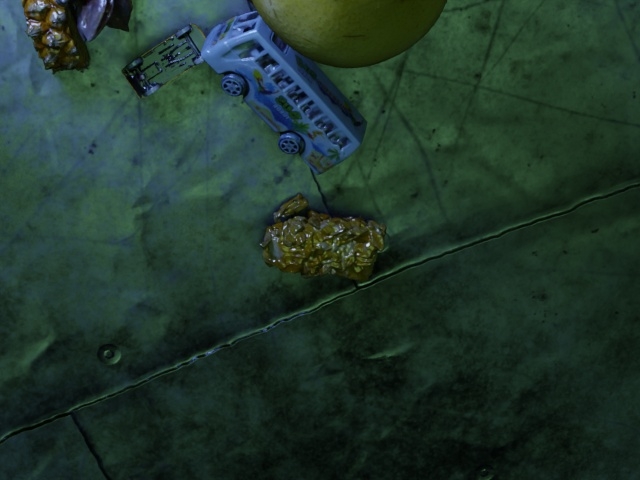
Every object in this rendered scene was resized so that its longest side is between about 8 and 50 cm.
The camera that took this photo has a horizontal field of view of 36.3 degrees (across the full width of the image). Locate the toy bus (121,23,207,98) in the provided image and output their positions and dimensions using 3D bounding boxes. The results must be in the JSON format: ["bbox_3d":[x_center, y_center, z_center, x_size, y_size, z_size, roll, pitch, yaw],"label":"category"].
[{"bbox_3d":[-0.276,-0.328,1.777,0.162,0.074,0.069,-31,106,7],"label":"toy bus"}]

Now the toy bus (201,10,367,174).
[{"bbox_3d":[-0.061,-0.272,1.781,0.136,0.109,0.329,-24,124,36],"label":"toy bus"}]

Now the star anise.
[{"bbox_3d":[-0.395,-0.453,1.647,0.093,0.229,0.236,-19,138,33],"label":"star anise"}]

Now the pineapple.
[{"bbox_3d":[-0.467,-0.385,1.692,0.079,0.135,0.233,-13,115,-3],"label":"pineapple"}]

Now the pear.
[{"bbox_3d":[0.046,-0.444,1.551,0.348,0.348,0.348,-3,112,-7],"label":"pear"}]

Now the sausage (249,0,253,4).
[{"bbox_3d":[-0.071,-0.447,1.731,0.317,0.125,0.117,37,103,-20],"label":"sausage"}]

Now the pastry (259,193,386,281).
[{"bbox_3d":[0.000,0.000,1.936,0.250,0.102,0.154,8,110,-11],"label":"pastry"}]
